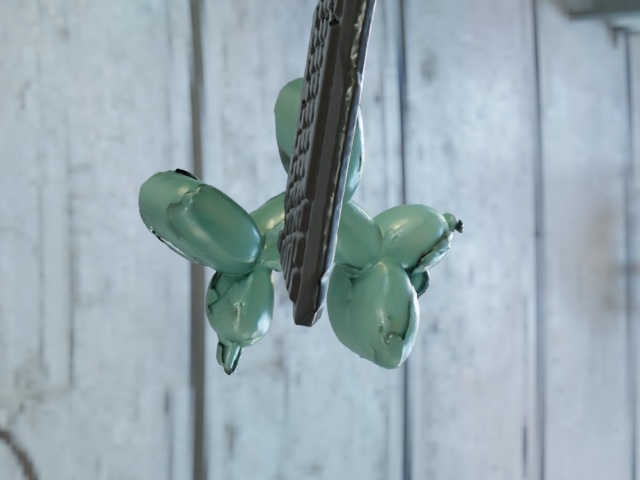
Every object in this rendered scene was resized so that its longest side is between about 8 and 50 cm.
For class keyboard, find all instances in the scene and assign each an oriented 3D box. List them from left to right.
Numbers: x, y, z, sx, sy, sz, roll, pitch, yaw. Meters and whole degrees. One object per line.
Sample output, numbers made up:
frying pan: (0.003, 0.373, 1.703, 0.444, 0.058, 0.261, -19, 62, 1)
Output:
keyboard: (0.011, -0.103, 0.735, 0.106, 0.016, 0.262, -102, -159, -72)

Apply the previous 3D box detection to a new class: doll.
doll: (0.000, 0.000, 1.003, 0.159, 0.059, 0.159, -30, 115, -22)
